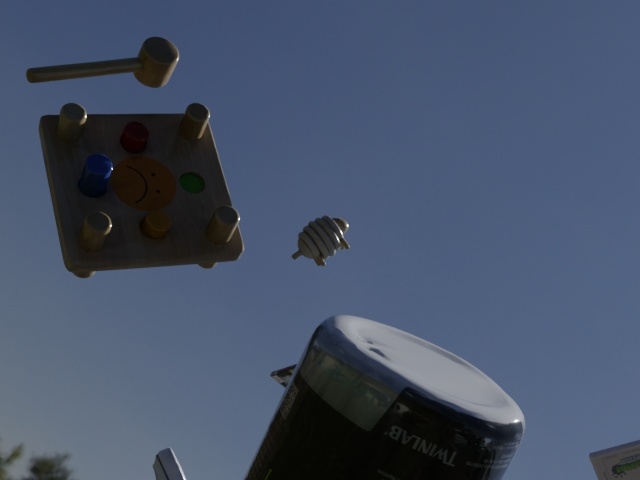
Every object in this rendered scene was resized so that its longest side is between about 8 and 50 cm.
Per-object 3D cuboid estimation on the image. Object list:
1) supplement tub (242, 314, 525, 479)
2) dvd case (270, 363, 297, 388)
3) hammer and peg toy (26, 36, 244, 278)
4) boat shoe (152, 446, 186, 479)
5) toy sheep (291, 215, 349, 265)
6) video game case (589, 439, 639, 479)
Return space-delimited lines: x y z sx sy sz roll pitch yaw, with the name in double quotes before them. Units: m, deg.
"supplement tub" 0.024 0.256 0.952 0.207 0.338 0.207 25 9 -4
"dvd case" -0.033 0.278 2.110 0.087 0.013 0.119 42 -41 -21
"hammer and peg toy" -0.276 -0.119 1.527 0.127 0.266 0.361 -57 -135 51
"boat shoe" -0.224 0.440 1.590 0.095 0.084 0.258 -159 -124 -72
"toy sheep" 0.000 0.000 2.106 0.091 0.132 0.091 48 -17 20
"video game case" 0.566 0.409 1.845 0.157 0.019 0.143 -20 -68 16
